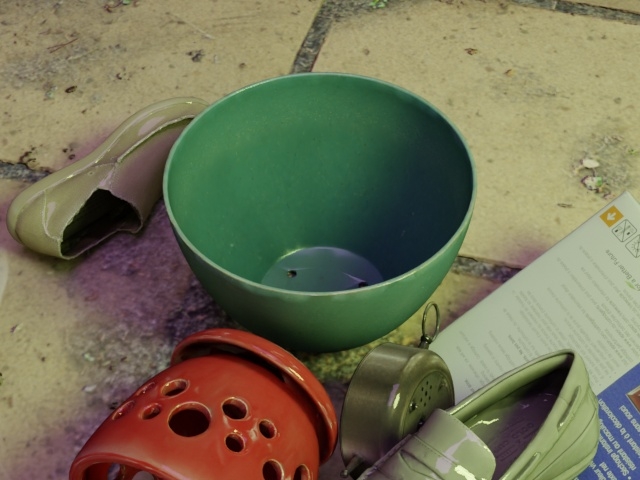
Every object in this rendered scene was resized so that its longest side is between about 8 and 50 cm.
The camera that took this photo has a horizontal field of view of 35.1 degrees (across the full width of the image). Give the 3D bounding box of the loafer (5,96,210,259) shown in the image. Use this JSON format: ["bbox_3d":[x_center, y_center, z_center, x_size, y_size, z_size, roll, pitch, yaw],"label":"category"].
[{"bbox_3d":[-0.217,-0.061,1.136,0.268,0.102,0.092,-37,59,-16],"label":"loafer"}]

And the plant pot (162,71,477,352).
[{"bbox_3d":[0.000,0.000,1.007,0.290,0.195,0.290,0,49,0],"label":"plant pot"}]

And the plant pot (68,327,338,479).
[{"bbox_3d":[-0.085,0.185,0.858,0.191,0.191,0.174,22,46,19],"label":"plant pot"}]

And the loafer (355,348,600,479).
[{"bbox_3d":[0.095,0.184,0.795,0.319,0.111,0.112,-27,34,-31],"label":"loafer"}]

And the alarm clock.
[{"bbox_3d":[0.080,0.142,0.910,0.064,0.129,0.192,4,62,32],"label":"alarm clock"}]

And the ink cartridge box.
[{"bbox_3d":[0.251,0.154,0.922,0.307,0.072,0.303,-40,53,11],"label":"ink cartridge box"}]
